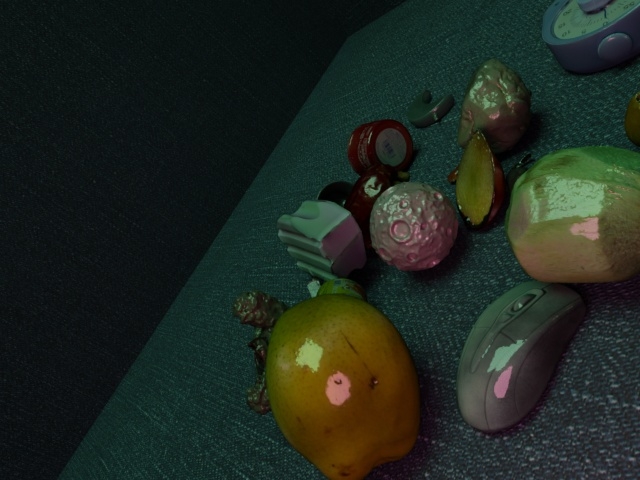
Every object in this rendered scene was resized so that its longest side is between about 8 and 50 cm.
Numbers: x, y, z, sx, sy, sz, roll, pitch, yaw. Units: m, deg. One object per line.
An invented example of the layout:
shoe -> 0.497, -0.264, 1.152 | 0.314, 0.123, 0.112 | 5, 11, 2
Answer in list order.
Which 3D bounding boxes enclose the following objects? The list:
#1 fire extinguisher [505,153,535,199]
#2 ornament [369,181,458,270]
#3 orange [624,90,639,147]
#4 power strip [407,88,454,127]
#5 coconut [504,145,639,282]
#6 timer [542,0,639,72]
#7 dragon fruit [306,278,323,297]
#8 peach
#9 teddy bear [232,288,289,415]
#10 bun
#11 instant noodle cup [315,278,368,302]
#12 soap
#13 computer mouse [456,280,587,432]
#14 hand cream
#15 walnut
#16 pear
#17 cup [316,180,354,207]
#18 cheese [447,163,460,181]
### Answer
fire extinguisher -> 0.538, -0.128, 1.360 | 0.089, 0.072, 0.268 | -38, 27, 35
ornament -> 0.267, -0.040, 1.467 | 0.224, 0.259, 0.260 | 6, 54, 25
orange -> 0.754, -0.277, 1.153 | 0.155, 0.134, 0.155 | -45, 21, 23
power strip -> 0.434, -0.526, 2.093 | 0.168, 0.054, 0.253 | -48, 25, 9
coconut -> 0.514, -0.048, 1.048 | 0.328, 0.281, 0.328 | -29, 22, 13
timer -> 0.834, -0.659, 1.501 | 0.395, 0.173, 0.395 | -36, 29, 23
dragon fruit -> -0.004, 0.178, 1.827 | 0.056, 0.060, 0.083 | -37, 54, 10
peach -> 0.452, -0.167, 1.457 | 0.189, 0.068, 0.280 | -156, 68, -66
teddy bear -> -0.148, 0.332, 1.621 | 0.367, 0.224, 0.358 | 136, 123, -75
bun -> 0.529, -0.384, 1.565 | 0.204, 0.282, 0.282 | 17, 61, 18
instant noodle cup -> 0.056, 0.213, 1.533 | 0.205, 0.205, 0.153 | -37, 22, 23
soap -> 0.000, 0.000, 1.769 | 0.156, 0.262, 0.446 | -35, 16, -14
computer mouse -> 0.396, 0.213, 1.079 | 0.371, 0.122, 0.188 | -52, 26, -13
hand cream -> 0.228, -0.344, 1.977 | 0.230, 0.230, 0.149 | -56, 25, -13
walnut -> 0.187, -0.118, 1.747 | 0.269, 0.221, 0.244 | -44, 12, 36
pear -> 0.052, 0.322, 1.201 | 0.362, 0.362, 0.419 | -39, 57, 21
cup -> 0.060, -0.118, 2.021 | 0.199, 0.199, 0.150 | -56, 8, -14
cheese -> 0.465, -0.182, 1.596 | 0.106, 0.037, 0.256 | -44, 25, 9
